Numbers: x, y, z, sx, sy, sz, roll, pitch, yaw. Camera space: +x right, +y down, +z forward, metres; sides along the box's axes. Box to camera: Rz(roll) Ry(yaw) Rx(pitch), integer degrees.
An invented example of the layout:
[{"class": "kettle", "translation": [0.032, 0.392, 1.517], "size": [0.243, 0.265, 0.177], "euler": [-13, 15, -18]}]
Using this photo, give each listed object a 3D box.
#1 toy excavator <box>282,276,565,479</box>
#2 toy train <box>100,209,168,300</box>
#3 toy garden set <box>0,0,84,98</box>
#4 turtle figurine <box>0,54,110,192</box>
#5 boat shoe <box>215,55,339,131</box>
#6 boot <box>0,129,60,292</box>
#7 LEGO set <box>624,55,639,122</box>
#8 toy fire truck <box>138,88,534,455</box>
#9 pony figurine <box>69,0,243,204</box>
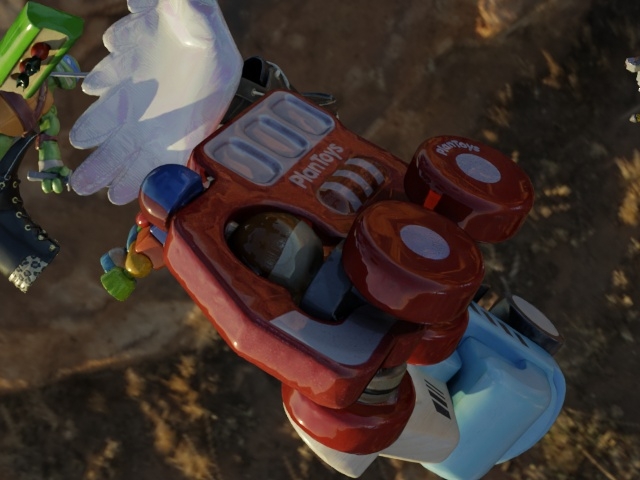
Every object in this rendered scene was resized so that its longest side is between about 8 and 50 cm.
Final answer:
[{"class": "toy excavator", "translation": [0.136, 0.176, 1.460], "size": [0.222, 0.433, 0.445], "euler": [-51, 23, 14]}, {"class": "toy train", "translation": [-0.241, 0.028, 1.683], "size": [0.143, 0.105, 0.248], "euler": [-42, 16, 8]}, {"class": "toy garden set", "translation": [-0.281, -0.166, 0.844], "size": [0.204, 0.244, 0.049], "euler": [-32, 50, 53]}, {"class": "turtle figurine", "translation": [-0.406, -0.143, 1.635], "size": [0.266, 0.198, 0.275], "euler": [-36, 70, -14]}, {"class": "boat shoe", "translation": [-0.055, -0.150, 1.274], "size": [0.084, 0.233, 0.079], "euler": [18, 104, 37]}, {"class": "boot", "translation": [-0.478, -0.050, 1.976], "size": [0.178, 0.085, 0.236], "euler": [38, 98, -6]}, {"class": "LEGO set", "translation": [0.420, -0.136, 1.234], "size": [0.192, 0.255, 0.331], "euler": [-8, 69, 2]}, {"class": "toy fire truck", "translation": [0.000, 0.000, 0.944], "size": [0.254, 0.302, 0.169], "euler": [30, 125, 10]}, {"class": "pony figurine", "translation": [-0.156, -0.256, 0.995], "size": [0.351, 0.303, 0.363], "euler": [-41, 31, 24]}]
